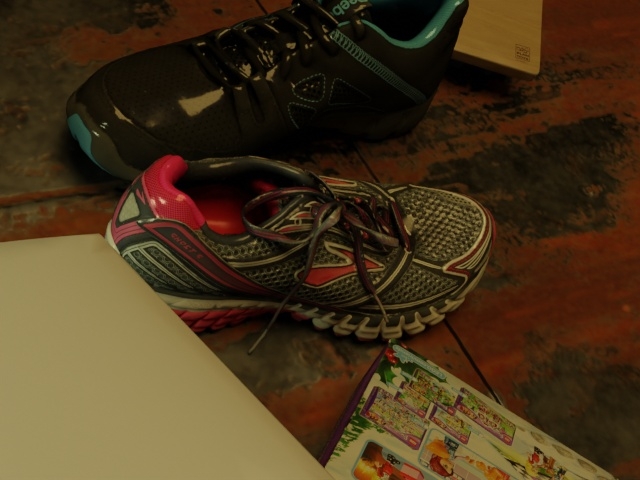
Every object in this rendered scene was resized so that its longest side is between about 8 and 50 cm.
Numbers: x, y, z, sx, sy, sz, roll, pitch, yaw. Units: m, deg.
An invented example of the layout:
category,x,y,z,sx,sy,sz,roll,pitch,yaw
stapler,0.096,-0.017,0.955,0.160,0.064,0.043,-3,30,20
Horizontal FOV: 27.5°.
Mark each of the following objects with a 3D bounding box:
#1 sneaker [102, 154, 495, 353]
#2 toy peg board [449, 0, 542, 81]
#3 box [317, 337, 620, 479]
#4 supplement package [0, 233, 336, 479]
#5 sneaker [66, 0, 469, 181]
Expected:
category,x,y,z,sx,sy,sz,roll,pitch,yaw
sneaker,0.000,0.000,0.907,0.299,0.112,0.121,-4,54,-30
toy peg board,0.114,-0.220,1.193,0.161,0.079,0.161,14,63,-15
box,0.127,0.205,0.810,0.293,0.057,0.201,32,34,2
supplement package,-0.149,0.124,0.629,0.204,0.145,0.262,-7,31,-35
sneaker,-0.034,-0.139,0.990,0.340,0.140,0.125,-20,65,-36
